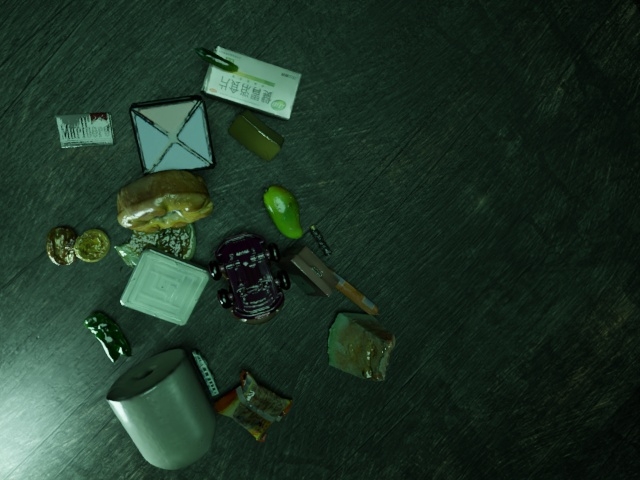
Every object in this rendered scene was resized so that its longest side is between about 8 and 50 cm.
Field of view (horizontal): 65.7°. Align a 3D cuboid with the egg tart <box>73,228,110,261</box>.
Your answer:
[{"bbox_3d":[-0.844,0.018,1.828,0.129,0.049,0.128,-16,116,-36],"label":"egg tart"}]

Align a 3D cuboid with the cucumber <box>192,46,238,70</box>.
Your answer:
[{"bbox_3d":[-0.360,-0.618,1.689,0.168,0.039,0.039,23,94,-12],"label":"cucumber"}]

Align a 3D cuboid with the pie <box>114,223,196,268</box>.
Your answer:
[{"bbox_3d":[-0.615,-0.007,1.870,0.303,0.067,0.302,-2,100,-12],"label":"pie"}]

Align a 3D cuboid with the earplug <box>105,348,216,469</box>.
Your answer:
[{"bbox_3d":[-0.571,0.657,1.863,0.313,0.312,0.393,-24,104,-7],"label":"earplug"}]

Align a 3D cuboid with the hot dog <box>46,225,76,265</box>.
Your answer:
[{"bbox_3d":[-0.942,0.021,1.807,0.099,0.065,0.147,0,97,-22],"label":"hot dog"}]

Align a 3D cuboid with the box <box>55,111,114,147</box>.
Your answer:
[{"bbox_3d":[-0.841,-0.396,1.773,0.178,0.036,0.115,-6,100,-11],"label":"box"}]

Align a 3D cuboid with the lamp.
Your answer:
[{"bbox_3d":[-0.586,0.177,1.879,0.269,0.047,0.266,24,109,-18],"label":"lamp"}]

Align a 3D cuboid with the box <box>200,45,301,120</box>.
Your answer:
[{"bbox_3d":[-0.253,-0.567,1.812,0.333,0.145,0.173,14,94,-14],"label":"box"}]

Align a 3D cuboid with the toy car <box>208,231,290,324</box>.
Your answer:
[{"bbox_3d":[-0.266,0.157,1.906,0.272,0.240,0.340,-16,74,-10],"label":"toy car"}]

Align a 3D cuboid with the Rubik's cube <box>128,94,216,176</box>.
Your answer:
[{"bbox_3d":[-0.508,-0.359,1.742,0.247,0.250,0.248,-10,99,-10],"label":"Rubik's cube"}]

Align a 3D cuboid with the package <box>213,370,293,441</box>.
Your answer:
[{"bbox_3d":[-0.274,0.689,2.037,0.288,0.108,0.223,40,91,-18],"label":"package"}]

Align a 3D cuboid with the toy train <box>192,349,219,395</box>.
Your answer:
[{"bbox_3d":[-0.466,0.529,2.001,0.047,0.043,0.207,-24,103,-9],"label":"toy train"}]

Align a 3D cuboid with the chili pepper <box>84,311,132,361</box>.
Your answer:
[{"bbox_3d":[-0.808,0.371,1.895,0.098,0.061,0.224,-35,103,-11],"label":"chili pepper"}]

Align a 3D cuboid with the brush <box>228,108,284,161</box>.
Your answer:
[{"bbox_3d":[-0.238,-0.392,1.855,0.197,0.123,0.059,37,55,-15],"label":"brush"}]

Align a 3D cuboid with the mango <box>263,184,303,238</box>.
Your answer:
[{"bbox_3d":[-0.137,-0.112,1.931,0.126,0.111,0.232,-32,105,-1],"label":"mango"}]

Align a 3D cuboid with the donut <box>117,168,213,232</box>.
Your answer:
[{"bbox_3d":[-0.532,-0.130,1.691,0.318,0.299,0.149,-12,83,-11],"label":"donut"}]

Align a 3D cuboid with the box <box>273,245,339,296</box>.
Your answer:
[{"bbox_3d":[-0.056,0.118,1.932,0.215,0.215,0.086,45,70,-15],"label":"box"}]

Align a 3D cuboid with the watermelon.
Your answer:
[{"bbox_3d":[0.186,0.452,2.049,0.151,0.302,0.263,-7,112,-44],"label":"watermelon"}]

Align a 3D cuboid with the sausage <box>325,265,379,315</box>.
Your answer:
[{"bbox_3d":[0.117,0.209,2.065,0.348,0.053,0.053,39,90,-15],"label":"sausage"}]

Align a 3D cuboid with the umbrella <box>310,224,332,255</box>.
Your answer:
[{"bbox_3d":[0.000,0.000,2.014,0.037,0.040,0.143,-31,103,4],"label":"umbrella"}]
